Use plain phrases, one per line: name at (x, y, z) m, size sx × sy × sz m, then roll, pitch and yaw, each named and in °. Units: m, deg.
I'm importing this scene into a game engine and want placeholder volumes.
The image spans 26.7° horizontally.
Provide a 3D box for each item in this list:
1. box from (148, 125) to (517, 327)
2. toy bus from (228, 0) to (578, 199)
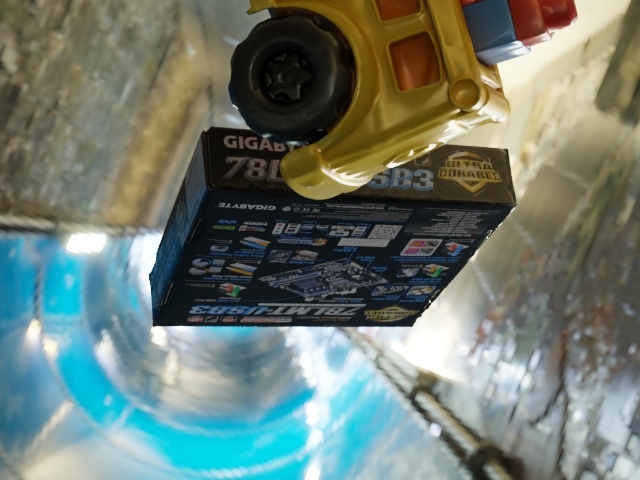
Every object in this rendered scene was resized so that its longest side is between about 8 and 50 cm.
box at (0.000, 0.000, 1.318) m, size 0.295 × 0.073 × 0.293 m, roll 2°, pitch 154°, yaw -16°
toy bus at (0.046, -0.158, 0.844) m, size 0.211 × 0.220 × 0.149 m, roll -18°, pitch 174°, yaw 18°
